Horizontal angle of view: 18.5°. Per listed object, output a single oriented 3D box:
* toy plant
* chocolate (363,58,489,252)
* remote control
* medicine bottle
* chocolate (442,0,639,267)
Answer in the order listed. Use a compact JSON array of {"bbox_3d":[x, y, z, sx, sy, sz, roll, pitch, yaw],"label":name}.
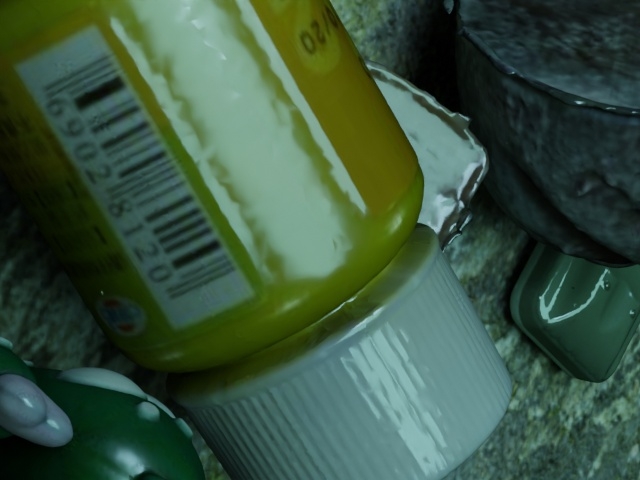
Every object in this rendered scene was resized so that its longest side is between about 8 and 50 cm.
[{"bbox_3d":[-0.145,0.133,1.175,0.232,0.243,0.112,32,75,-13],"label":"toy plant"},{"bbox_3d":[-0.001,0.001,1.387,0.161,0.083,0.261,37,74,-16],"label":"chocolate"},{"bbox_3d":[0.273,-0.047,1.632,0.128,0.065,0.335,43,69,-40],"label":"remote control"},{"bbox_3d":[-0.051,-0.025,1.201,0.224,0.224,0.384,-40,107,-30],"label":"medicine bottle"},{"bbox_3d":[0.229,-0.084,1.469,0.303,0.303,0.213,-27,135,-35],"label":"chocolate"}]
